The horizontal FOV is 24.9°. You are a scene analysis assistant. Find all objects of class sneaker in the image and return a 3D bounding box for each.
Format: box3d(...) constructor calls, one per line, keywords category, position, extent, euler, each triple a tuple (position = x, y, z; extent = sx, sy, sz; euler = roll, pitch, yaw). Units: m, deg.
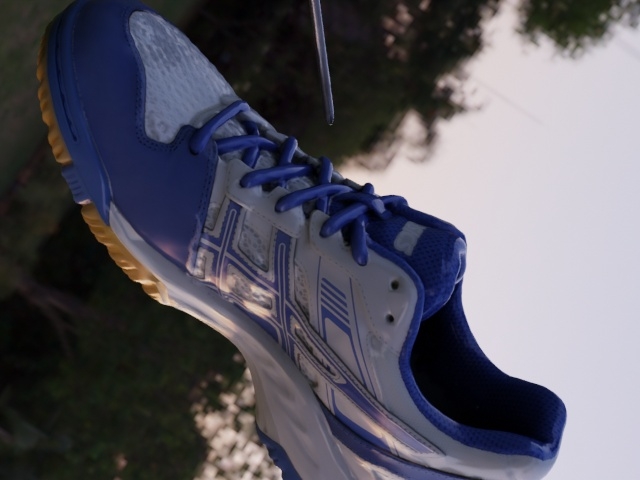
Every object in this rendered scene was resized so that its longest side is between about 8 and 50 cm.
box3d(category="sneaker", position=(0.000, 0.000, 0.649), extent=(0.131, 0.296, 0.112), euler=(-27, -164, 36))

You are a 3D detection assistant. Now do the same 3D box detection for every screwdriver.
box3d(category="screwdriver", position=(-0.002, -0.110, 0.569), extent=(0.025, 0.024, 0.170), euler=(-37, 143, -18))
